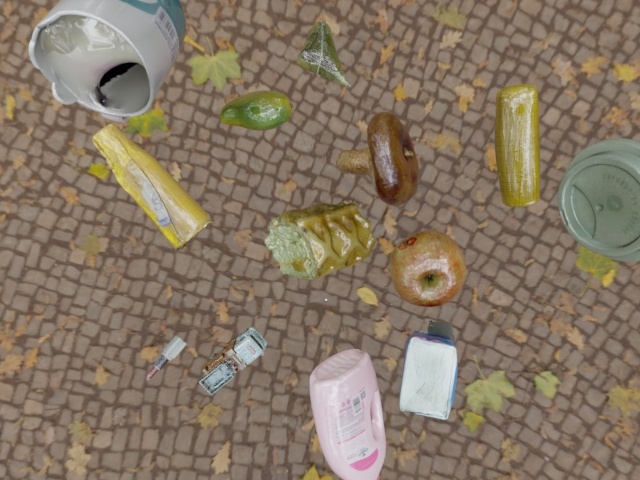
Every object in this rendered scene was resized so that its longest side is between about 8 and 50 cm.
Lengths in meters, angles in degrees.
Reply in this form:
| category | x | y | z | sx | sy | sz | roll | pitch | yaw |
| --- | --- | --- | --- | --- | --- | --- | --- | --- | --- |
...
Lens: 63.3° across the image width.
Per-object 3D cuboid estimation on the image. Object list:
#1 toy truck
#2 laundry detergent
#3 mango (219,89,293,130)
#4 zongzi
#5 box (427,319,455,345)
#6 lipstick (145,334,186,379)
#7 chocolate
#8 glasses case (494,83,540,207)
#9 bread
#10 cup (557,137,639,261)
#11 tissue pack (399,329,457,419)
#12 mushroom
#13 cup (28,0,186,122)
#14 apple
| category | x | y | z | sx | sy | sz | roll | pitch | yaw |
| --- | --- | --- | --- | --- | --- | --- | --- | --- | --- |
| toy truck | -0.231 | 0.319 | 1.380 | 0.177 | 0.115 | 0.080 | -40 | 97 | 6 |
| laundry detergent | 0.069 | 0.390 | 1.035 | 0.159 | 0.088 | 0.335 | -25 | 112 | -33 |
| mango | -0.155 | -0.325 | 1.279 | 0.191 | 0.085 | 0.122 | 16 | 54 | 31 |
| zongzi | 0.023 | -0.353 | 0.983 | 0.113 | 0.052 | 0.104 | 24 | 72 | -4 |
| box | 0.387 | 0.315 | 1.654 | 0.069 | 0.122 | 0.084 | -4 | 47 | 24 |
| lipstick | -0.329 | 0.250 | 1.093 | 0.107 | 0.025 | 0.025 | -49 | 123 | -21 |
| chocolate | -0.551 | -0.170 | 1.658 | 0.162 | 0.162 | 0.445 | -41 | 103 | -4 |
| glasses case | 0.369 | -0.172 | 0.973 | 0.079 | 0.064 | 0.234 | -4 | 115 | 19 |
| bread | -0.003 | -0.005 | 1.512 | 0.238 | 0.252 | 0.196 | 10 | 114 | 36 |
| cup | 0.323 | -0.049 | 0.514 | 0.141 | 0.120 | 0.120 | -16 | 83 | -26 |
| tissue pack | 0.307 | 0.369 | 1.471 | 0.146 | 0.263 | 0.198 | 9 | 86 | 11 |
| mushroom | 0.188 | -0.218 | 1.538 | 0.254 | 0.267 | 0.267 | -42 | 84 | 28 |
| cup | -0.390 | -0.369 | 1.012 | 0.219 | 0.290 | 0.258 | 16 | 54 | -4 |
| apple | 0.294 | 0.077 | 1.431 | 0.211 | 0.188 | 0.211 | 0 | 117 | 0 |
